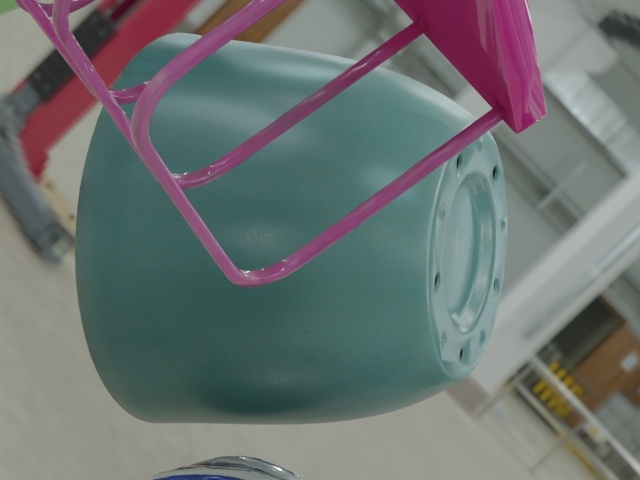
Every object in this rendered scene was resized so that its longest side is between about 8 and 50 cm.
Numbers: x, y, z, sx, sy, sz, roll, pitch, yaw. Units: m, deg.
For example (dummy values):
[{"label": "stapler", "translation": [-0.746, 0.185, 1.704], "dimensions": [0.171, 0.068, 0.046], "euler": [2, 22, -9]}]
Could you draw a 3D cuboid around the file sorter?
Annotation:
[{"label": "file sorter", "translation": [-0.060, -0.154, 0.758], "dimensions": [0.290, 0.182, 0.202], "euler": [52, -6, 29]}]

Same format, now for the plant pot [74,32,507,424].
[{"label": "plant pot", "translation": [0.000, 0.000, 1.165], "dimensions": [0.235, 0.293, 0.293], "euler": [5, -13, 22]}]

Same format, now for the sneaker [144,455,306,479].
[{"label": "sneaker", "translation": [0.008, 0.219, 1.063], "dimensions": [0.297, 0.111, 0.131], "euler": [9, -3, 26]}]

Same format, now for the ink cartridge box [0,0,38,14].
[{"label": "ink cartridge box", "translation": [-0.217, -0.353, 1.136], "dimensions": [0.119, 0.207, 0.353], "euler": [-147, -144, -75]}]
